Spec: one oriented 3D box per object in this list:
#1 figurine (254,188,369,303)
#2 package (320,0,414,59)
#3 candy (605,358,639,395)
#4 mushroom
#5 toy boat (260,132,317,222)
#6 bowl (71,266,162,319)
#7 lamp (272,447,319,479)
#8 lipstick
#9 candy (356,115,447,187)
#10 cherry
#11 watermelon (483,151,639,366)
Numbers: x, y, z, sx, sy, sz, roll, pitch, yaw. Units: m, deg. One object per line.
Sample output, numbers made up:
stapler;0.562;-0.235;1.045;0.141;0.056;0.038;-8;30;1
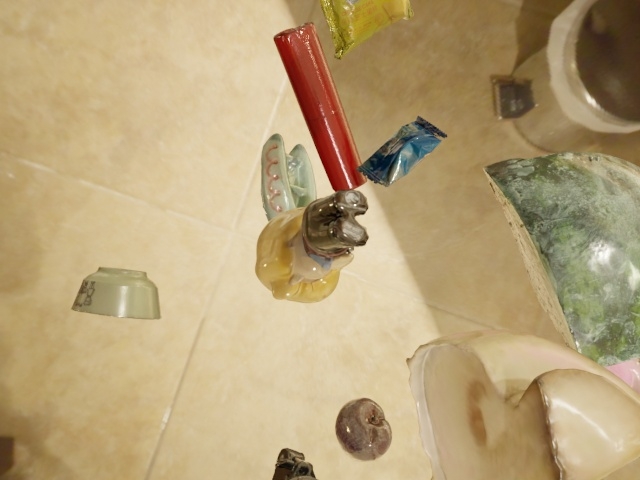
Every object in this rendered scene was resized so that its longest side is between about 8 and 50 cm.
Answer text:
figurine;0.000;0.000;0.756;0.108;0.196;0.114;3;70;-26
package;0.091;-0.462;1.320;0.226;0.090;0.168;-38;132;-21
candy;0.425;0.278;1.170;0.116;0.265;0.155;2;64;-19
mushroom;0.192;0.135;0.610;0.173;0.236;0.162;-19;70;-22
toy boat;-0.050;-0.102;1.318;0.079;0.134;0.207;-13;71;30
bowl;-0.477;0.122;1.636;0.211;0.211;0.112;6;87;-2
lamp;-0.081;0.710;1.690;0.205;0.272;0.374;25;70;-22
lipstick;0.003;-0.215;1.136;0.073;0.073;0.279;-22;109;-2
candy;0.127;-0.140;1.094;0.136;0.088;0.038;-40;133;0
cherry;0.108;0.509;1.848;0.140;0.176;0.176;-6;90;-37
watermelon;0.372;0.006;0.953;0.290;0.213;0.320;-25;67;-22
